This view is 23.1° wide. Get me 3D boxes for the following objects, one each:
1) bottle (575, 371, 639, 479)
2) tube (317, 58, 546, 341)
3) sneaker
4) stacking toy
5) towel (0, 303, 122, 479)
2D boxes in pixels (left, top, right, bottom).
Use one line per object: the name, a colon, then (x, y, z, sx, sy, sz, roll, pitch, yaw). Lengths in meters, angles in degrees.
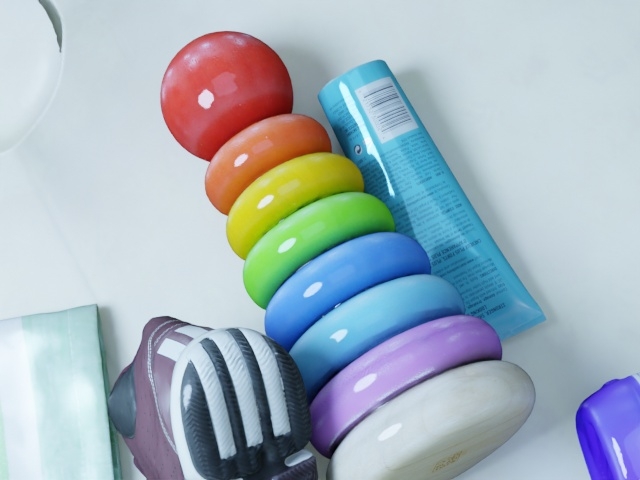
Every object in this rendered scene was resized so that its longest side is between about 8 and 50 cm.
bottle: (0.308, 0.111, 0.981, 0.282, 0.092, 0.118, -15, 79, -4)
tube: (0.067, -0.021, 1.047, 0.080, 0.052, 0.207, -28, 80, 5)
sneaker: (-0.060, 0.171, 0.968, 0.106, 0.162, 0.281, -14, 108, -27)
stacking toy: (0.000, 0.000, 1.002, 0.141, 0.141, 0.330, -26, 68, -7)
towel: (-0.286, 0.184, 0.992, 0.324, 0.038, 0.248, -10, 73, -2)
